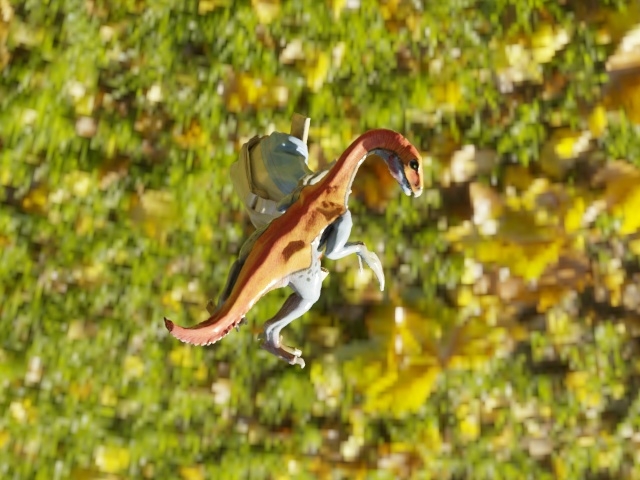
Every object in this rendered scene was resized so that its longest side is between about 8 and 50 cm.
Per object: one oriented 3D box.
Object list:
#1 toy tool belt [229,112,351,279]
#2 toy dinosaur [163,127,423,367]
[{"bbox_3d":[-0.011,-0.024,0.881,0.052,0.083,0.051,23,117,-42],"label":"toy tool belt"},{"bbox_3d":[0.000,0.000,0.575,0.047,0.090,0.082,33,105,10],"label":"toy dinosaur"}]
